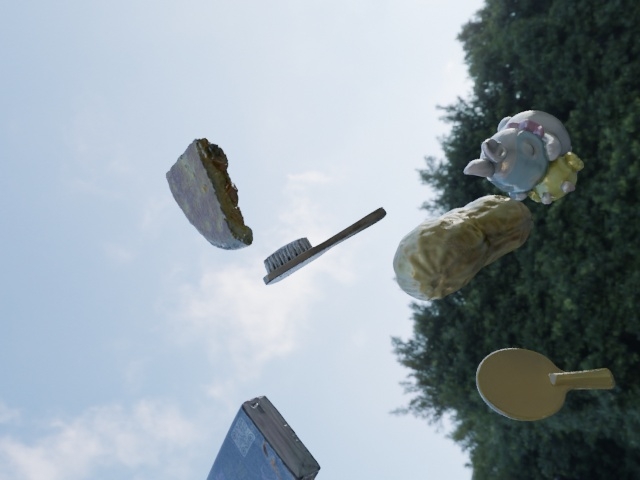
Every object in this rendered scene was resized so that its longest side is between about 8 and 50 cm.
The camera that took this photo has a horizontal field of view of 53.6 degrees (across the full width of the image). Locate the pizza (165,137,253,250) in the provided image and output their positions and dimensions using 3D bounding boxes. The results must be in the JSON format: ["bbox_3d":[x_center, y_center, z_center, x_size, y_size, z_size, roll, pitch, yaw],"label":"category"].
[{"bbox_3d":[-0.192,-0.091,1.094,0.058,0.292,0.197,-19,-54,-31],"label":"pizza"}]

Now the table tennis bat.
[{"bbox_3d":[0.532,0.334,1.503,0.198,0.320,0.050,-91,-3,-49],"label":"table tennis bat"}]

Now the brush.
[{"bbox_3d":[0.000,0.000,1.456,0.065,0.327,0.070,62,-168,13],"label":"brush"}]

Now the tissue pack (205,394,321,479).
[{"bbox_3d":[-0.073,0.272,0.727,0.051,0.112,0.156,-8,-47,-46],"label":"tissue pack"}]

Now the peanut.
[{"bbox_3d":[0.259,0.006,1.141,0.305,0.147,0.147,-25,-72,-33],"label":"peanut"}]

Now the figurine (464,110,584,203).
[{"bbox_3d":[0.322,-0.120,1.000,0.155,0.127,0.235,49,-143,4],"label":"figurine"}]
